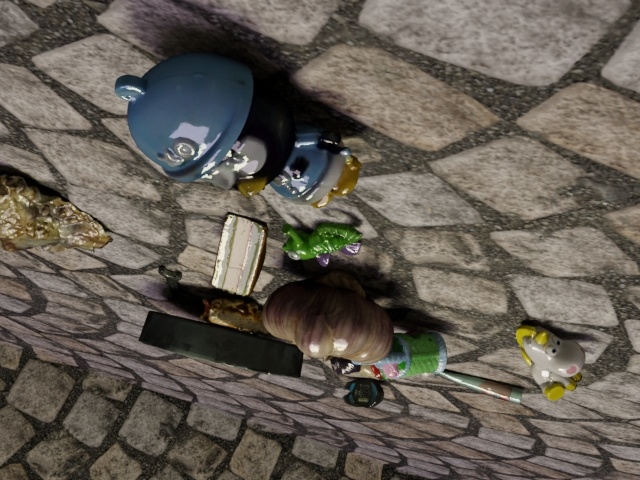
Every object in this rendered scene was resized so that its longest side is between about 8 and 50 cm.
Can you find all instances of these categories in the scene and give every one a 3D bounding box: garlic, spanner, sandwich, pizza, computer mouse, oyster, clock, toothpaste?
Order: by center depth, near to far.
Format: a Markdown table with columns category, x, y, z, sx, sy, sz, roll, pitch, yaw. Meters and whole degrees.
| category | x | y | z | sx | sy | sz | roll | pitch | yaw |
| --- | --- | --- | --- | --- | --- | --- | --- | --- | --- |
| sandwich | -0.132 | -0.002 | 1.647 | 0.079 | 0.113 | 0.163 | 16 | 126 | 1 |
| garlic | 0.018 | 0.130 | 1.704 | 0.245 | 0.160 | 0.245 | 11 | -179 | 0 |
| oyster | -0.547 | -0.029 | 1.768 | 0.201 | 0.107 | 0.354 | 1 | 156 | 28 |
| clock | 0.126 | 0.223 | 1.848 | 0.196 | 0.100 | 0.194 | -2 | 176 | -16 |
| pizza | -0.196 | 0.153 | 2.026 | 0.154 | 0.069 | 0.194 | 12 | 170 | 17 |
| spanner | -0.325 | 0.104 | 2.091 | 0.054 | 0.015 | 0.254 | 15 | 161 | 2 |
| toothpaste | 0.358 | 0.330 | 2.160 | 0.205 | 0.036 | 0.056 | 14 | 163 | 16 |
| clock | -0.223 | 0.238 | 2.172 | 0.386 | 0.076 | 0.386 | 14 | 175 | 1 |
| computer mouse | 0.117 | 0.405 | 2.492 | 0.135 | 0.079 | 0.047 | -5 | 163 | 38 |

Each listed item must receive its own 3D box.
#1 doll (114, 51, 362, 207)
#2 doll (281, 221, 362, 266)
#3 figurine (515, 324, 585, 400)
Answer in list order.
| category | x | y | z | sx | sy | sz | roll | pitch | yaw |
| --- | --- | --- | --- | --- | --- | --- | --- | --- | --- |
| doll | -0.098 | -0.122 | 1.104 | 0.314 | 0.141 | 0.177 | 23 | 148 | -32 |
| doll | 0.000 | 0.000 | 1.501 | 0.115 | 0.050 | 0.190 | 20 | 160 | -32 |
| figurine | 0.412 | 0.210 | 1.710 | 0.130 | 0.109 | 0.178 | 32 | 165 | 25 |
